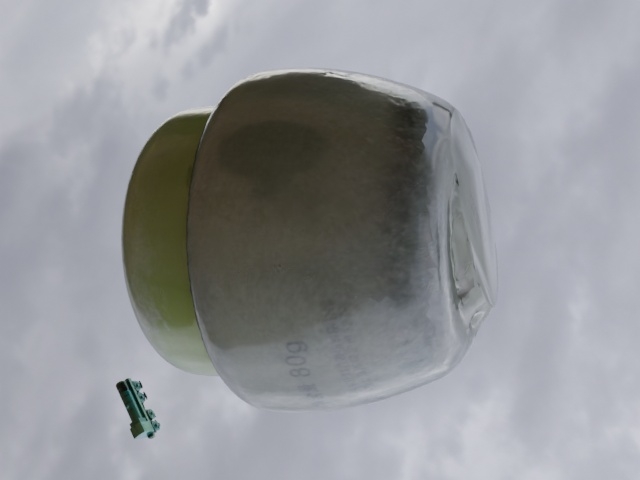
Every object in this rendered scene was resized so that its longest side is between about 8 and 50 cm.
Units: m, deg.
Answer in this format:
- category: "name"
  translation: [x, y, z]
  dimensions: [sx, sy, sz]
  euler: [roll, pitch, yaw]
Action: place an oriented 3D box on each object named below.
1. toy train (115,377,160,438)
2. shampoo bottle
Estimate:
- category: "toy train"
  translation: [-0.251, 0.229, 1.384]
  dimensions: [0.029, 0.045, 0.092]
  euler: [-36, -110, 18]
- category: "shampoo bottle"
  translation: [0.000, 0.000, 0.955]
  dimensions: [0.317, 0.322, 0.323]
  euler: [1, -123, 22]
